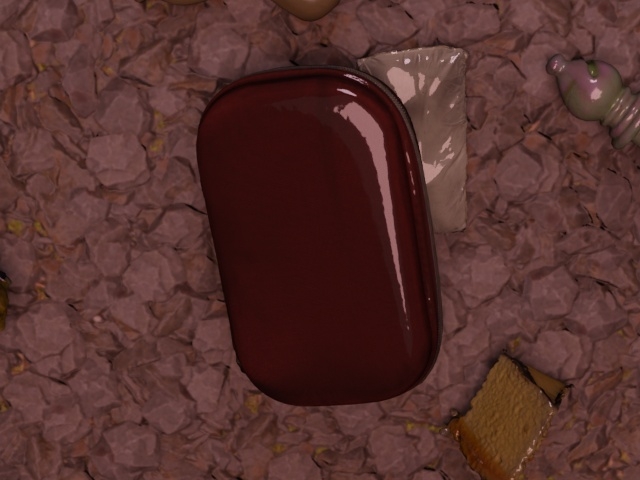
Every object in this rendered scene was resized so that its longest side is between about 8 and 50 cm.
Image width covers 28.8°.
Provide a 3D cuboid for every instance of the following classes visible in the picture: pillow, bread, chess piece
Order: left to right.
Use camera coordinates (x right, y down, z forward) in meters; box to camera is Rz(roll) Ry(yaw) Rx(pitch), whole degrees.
[{"bbox_3d":[0.107,-0.110,1.439,0.128,0.051,0.229,-1,109,3],"label":"pillow"},{"bbox_3d":[0.242,0.232,1.502,0.127,0.152,0.147,24,106,-19],"label":"bread"},{"bbox_3d":[0.372,-0.129,1.413,0.272,0.139,0.139,35,103,0],"label":"chess piece"}]

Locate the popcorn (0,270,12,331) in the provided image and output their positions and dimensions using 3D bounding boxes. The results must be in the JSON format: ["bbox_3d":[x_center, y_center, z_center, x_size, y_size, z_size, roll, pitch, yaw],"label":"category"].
[{"bbox_3d":[-0.437,0.071,1.434,0.173,0.173,0.142,22,114,-8],"label":"popcorn"}]

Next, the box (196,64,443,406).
[{"bbox_3d":[0.000,0.000,1.420,0.263,0.108,0.403,-4,108,17],"label":"box"}]

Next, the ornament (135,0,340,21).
[{"bbox_3d":[-0.074,-0.326,1.362,0.230,0.061,0.245,31,101,-8],"label":"ornament"}]
